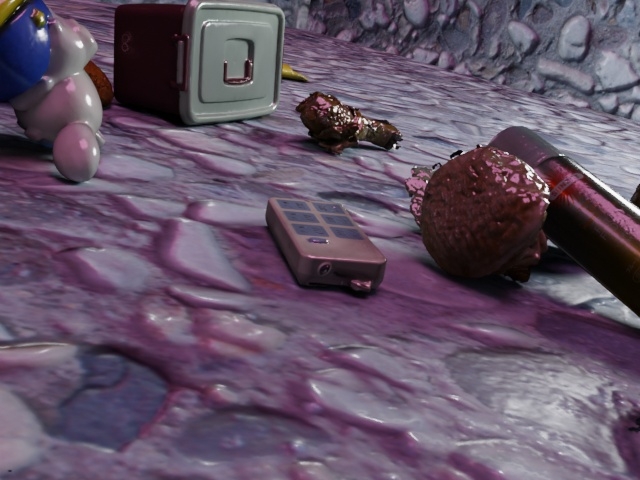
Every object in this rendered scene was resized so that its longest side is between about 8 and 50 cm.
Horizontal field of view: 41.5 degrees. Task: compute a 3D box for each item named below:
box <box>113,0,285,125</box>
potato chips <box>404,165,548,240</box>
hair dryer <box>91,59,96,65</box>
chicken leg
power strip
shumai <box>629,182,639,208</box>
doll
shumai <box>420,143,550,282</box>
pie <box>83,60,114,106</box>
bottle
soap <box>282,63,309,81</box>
[{"bbox_3d":[-0.197,-0.296,1.376,0.167,0.193,0.294,10,16,26],"label":"box"},{"bbox_3d":[0.219,-0.027,0.984,0.228,0.059,0.167,3,26,-24],"label":"potato chips"},{"bbox_3d":[-0.455,-0.290,1.418,0.082,0.047,0.137,26,28,37],"label":"hair dryer"},{"bbox_3d":[0.041,-0.182,1.355,0.125,0.080,0.196,33,18,27],"label":"chicken leg"},{"bbox_3d":[0.000,0.000,0.810,0.081,0.035,0.192,6,17,-16],"label":"power strip"},{"bbox_3d":[0.457,-0.050,1.112,0.184,0.184,0.142,6,-5,-17],"label":"shumai"},{"bbox_3d":[-0.333,-0.216,0.979,0.242,0.160,0.311,31,7,-19],"label":"doll"},{"bbox_3d":[0.178,-0.018,0.853,0.116,0.146,0.145,19,8,-42],"label":"shumai"},{"bbox_3d":[-0.435,-0.283,1.271,0.273,0.069,0.273,31,4,-2],"label":"pie"},{"bbox_3d":[0.275,-0.018,0.861,0.082,0.082,0.286,-1,34,-34],"label":"bottle"},{"bbox_3d":[-0.108,-0.409,2.019,0.168,0.033,0.089,4,21,-26],"label":"soap"}]
